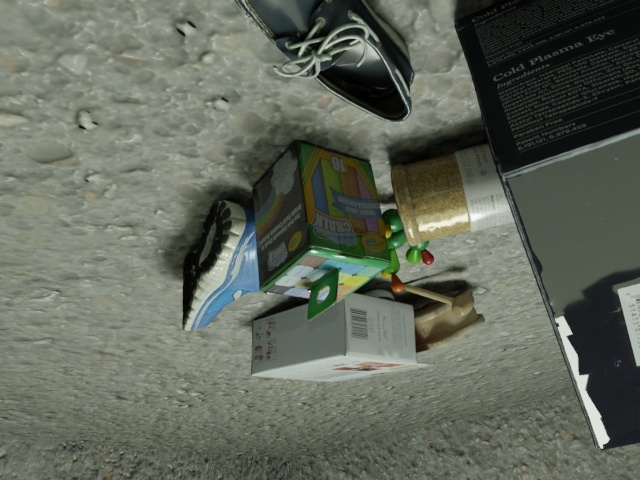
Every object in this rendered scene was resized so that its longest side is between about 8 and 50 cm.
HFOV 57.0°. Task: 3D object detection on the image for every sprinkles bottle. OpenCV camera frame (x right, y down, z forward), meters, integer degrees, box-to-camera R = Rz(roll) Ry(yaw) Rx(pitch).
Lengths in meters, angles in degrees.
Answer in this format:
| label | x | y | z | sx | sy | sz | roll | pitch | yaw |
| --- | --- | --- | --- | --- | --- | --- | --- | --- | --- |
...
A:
| label | x | y | z | sx | sy | sz | roll | pitch | yaw |
| --- | --- | --- | --- | --- | --- | --- | --- | --- | --- |
| sprinkles bottle | 0.280 | -0.087 | 0.801 | 0.356 | 0.121 | 0.121 | -14 | 152 | 10 |

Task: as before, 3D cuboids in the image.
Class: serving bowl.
| label | x | y | z | sx | sy | sz | roll | pitch | yaw |
| --- | --- | --- | --- | --- | --- | --- | --- | --- | --- |
| serving bowl | 0.117 | 0.124 | 1.262 | 0.083 | 0.027 | 0.083 | -6 | 153 | -3 |

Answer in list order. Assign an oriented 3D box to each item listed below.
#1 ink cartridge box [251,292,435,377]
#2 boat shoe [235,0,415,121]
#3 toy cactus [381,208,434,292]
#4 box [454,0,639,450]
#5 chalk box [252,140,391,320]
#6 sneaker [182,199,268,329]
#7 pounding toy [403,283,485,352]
| label | x | y | z | sx | sy | sz | roll | pitch | yaw |
| --- | --- | --- | --- | --- | --- | --- | --- | --- | --- |
| ink cartridge box | 0.046 | 0.223 | 1.279 | 0.272 | 0.130 | 0.309 | 16 | 153 | -39 |
| boat shoe | 0.007 | -0.192 | 0.571 | 0.095 | 0.079 | 0.254 | -24 | 149 | 29 |
| toy cactus | 0.140 | -0.011 | 0.951 | 0.180 | 0.112 | 0.219 | -32 | 137 | 22 |
| box | 0.278 | -0.042 | 0.561 | 0.179 | 0.312 | 0.343 | -19 | 125 | 19 |
| chalk box | 0.000 | 0.000 | 0.791 | 0.132 | 0.213 | 0.132 | 11 | 147 | -33 |
| sneaker | -0.140 | 0.062 | 0.966 | 0.147 | 0.129 | 0.330 | 9 | 148 | -25 |
| pounding toy | 0.251 | 0.145 | 1.297 | 0.154 | 0.154 | 0.269 | -24 | 177 | -39 |
